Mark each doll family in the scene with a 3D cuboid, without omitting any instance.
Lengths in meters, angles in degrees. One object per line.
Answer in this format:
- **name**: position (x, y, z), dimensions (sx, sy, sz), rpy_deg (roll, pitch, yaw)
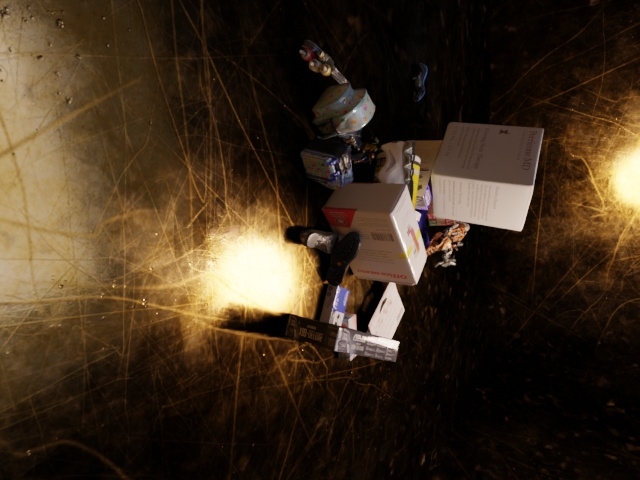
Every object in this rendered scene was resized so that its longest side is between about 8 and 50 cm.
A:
- **doll family**: position (0.188, -0.346, 1.618), dimensions (0.192, 0.112, 0.076), rpy_deg (-58, 138, -32)

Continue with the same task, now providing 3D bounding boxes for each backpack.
- **backpack**: position (0.078, -0.436, 1.378), dimensions (0.165, 0.189, 0.144), rpy_deg (-60, 139, -29)
- **backpack**: position (0.026, -0.241, 1.376), dimensions (0.116, 0.158, 0.173), rpy_deg (-50, 145, -28)

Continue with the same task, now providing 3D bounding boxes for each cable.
- **cable**: position (0.011, -0.569, 1.376), dimensions (0.072, 0.139, 0.287), rpy_deg (-49, 168, 12)

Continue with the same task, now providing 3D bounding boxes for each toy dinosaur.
- **toy dinosaur**: position (0.620, 0.014, 2.121), dimensions (0.218, 0.323, 0.164), rpy_deg (87, -11, -49)

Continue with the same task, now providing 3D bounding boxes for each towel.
- **towel**: position (0.464, -0.017, 2.110), dimensions (0.308, 0.077, 0.227), rpy_deg (-32, 118, -51)

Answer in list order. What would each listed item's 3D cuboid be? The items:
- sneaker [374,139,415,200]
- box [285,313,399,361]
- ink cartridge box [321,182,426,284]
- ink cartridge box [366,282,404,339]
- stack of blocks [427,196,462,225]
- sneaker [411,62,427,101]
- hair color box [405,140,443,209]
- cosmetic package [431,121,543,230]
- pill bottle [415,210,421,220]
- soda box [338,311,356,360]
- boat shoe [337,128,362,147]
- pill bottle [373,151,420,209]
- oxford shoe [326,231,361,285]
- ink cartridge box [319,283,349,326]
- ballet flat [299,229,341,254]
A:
- **sneaker**: position (0.284, -0.219, 1.606), dimensions (0.122, 0.147, 0.329), rpy_deg (-28, 121, -65)
- **box**: position (0.074, 0.328, 1.390), dimensions (0.308, 0.243, 0.076), rpy_deg (23, 77, -39)
- **ink cartridge box**: position (0.216, -0.023, 1.565), dimensions (0.160, 0.280, 0.384), rpy_deg (-59, 139, -33)
- **ink cartridge box**: position (0.283, 0.350, 1.906), dimensions (0.296, 0.066, 0.261), rpy_deg (-55, 136, -35)
- **stack of blocks**: position (0.692, -0.211, 2.263), dimensions (0.297, 0.172, 0.087), rpy_deg (-68, 146, -42)
- **sneaker**: position (0.469, -0.768, 2.013), dimensions (0.078, 0.067, 0.187), rpy_deg (7, 91, -34)
- **hair color box**: position (0.449, -0.311, 1.935), dimensions (0.338, 0.186, 0.110), rpy_deg (-64, 144, -25)
- **cosmetic package**: position (0.737, -0.289, 1.851), dimensions (0.329, 0.395, 0.327), rpy_deg (-66, 153, -26)
- **pill bottle**: position (0.371, -0.034, 1.891), dimensions (0.121, 0.121, 0.220), rpy_deg (25, 86, -54)
- **soda box**: position (0.107, 0.384, 1.665), dimensions (0.063, 0.058, 0.182), rpy_deg (-22, 112, -52)
- **boat shoe**: position (0.109, -0.381, 1.534), dimensions (0.183, 0.065, 0.083), rpy_deg (-32, 120, -55)
- **pill bottle**: position (0.311, -0.195, 1.752), dimensions (0.188, 0.188, 0.333), rpy_deg (9, 87, -55)
- **oxford shoe**: position (0.086, 0.054, 1.526), dimensions (0.227, 0.083, 0.096), rpy_deg (-63, 176, 28)
- **ink cartridge box**: position (0.047, 0.277, 1.570), dimensions (0.097, 0.046, 0.206), rpy_deg (31, 70, -53)
- **ballet flat**: position (0.000, 0.000, 1.458), dimensions (0.250, 0.058, 0.084), rpy_deg (10, 102, -59)
